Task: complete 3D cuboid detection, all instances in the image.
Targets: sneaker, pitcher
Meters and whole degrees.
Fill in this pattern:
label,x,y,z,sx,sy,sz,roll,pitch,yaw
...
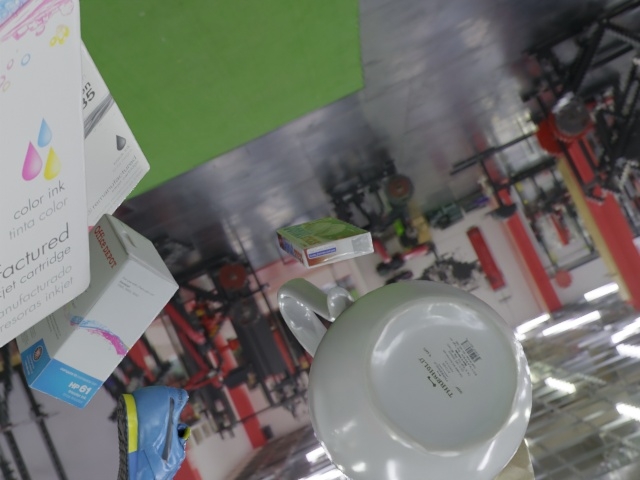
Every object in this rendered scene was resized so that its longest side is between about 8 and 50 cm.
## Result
label,x,y,z,sx,sy,sz,roll,pitch,yaw
sneaker,-0.181,0.253,0.954,0.082,0.209,0.069,-4,-153,-25
pitcher,0.035,0.080,0.542,0.125,0.178,0.207,-39,170,-16

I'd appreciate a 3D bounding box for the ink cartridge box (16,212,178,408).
label,x,y,z,sx,sy,sz,roll,pitch,yaw
ink cartridge box,-0.173,0.052,0.664,0.122,0.052,0.088,-52,-145,5

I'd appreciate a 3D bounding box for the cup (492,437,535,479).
label,x,y,z,sx,sy,sz,roll,pitch,yaw
cup,0.166,0.344,1.212,0.236,0.331,0.331,-8,174,-1

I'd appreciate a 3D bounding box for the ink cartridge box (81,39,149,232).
label,x,y,z,sx,sy,sz,roll,pitch,yaw
ink cartridge box,-0.324,-0.098,0.941,0.207,0.117,0.283,-53,162,-17

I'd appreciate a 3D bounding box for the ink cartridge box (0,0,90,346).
label,x,y,z,sx,sy,sz,roll,pitch,yaw
ink cartridge box,-0.185,-0.082,0.251,0.207,0.119,0.354,-39,153,-39

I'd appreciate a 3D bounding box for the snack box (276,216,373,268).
label,x,y,z,sx,sy,sz,roll,pitch,yaw
snack box,0.000,0.000,0.854,0.064,0.022,0.178,-15,-172,-9
